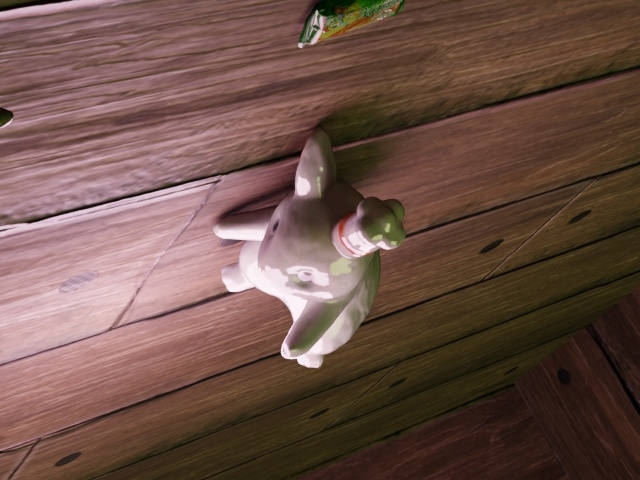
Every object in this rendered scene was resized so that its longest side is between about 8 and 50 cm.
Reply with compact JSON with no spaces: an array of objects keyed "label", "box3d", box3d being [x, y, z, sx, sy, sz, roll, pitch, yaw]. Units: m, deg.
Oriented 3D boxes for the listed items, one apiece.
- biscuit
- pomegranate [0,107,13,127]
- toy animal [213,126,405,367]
[{"label":"biscuit","box3d":[0.027,-0.158,0.999,0.089,0.016,0.046,-21,163,-23]},{"label":"pomegranate","box3d":[-0.239,-0.050,0.708,0.148,0.148,0.169,-31,-166,7]},{"label":"toy animal","box3d":[-0.011,0.010,1.249,0.138,0.140,0.282,-36,168,-7]}]
